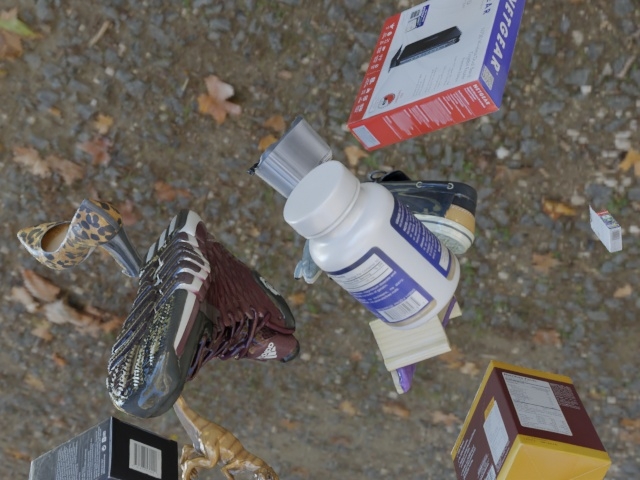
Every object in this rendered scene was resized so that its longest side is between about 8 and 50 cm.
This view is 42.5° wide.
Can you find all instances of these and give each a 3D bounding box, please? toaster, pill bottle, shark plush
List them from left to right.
[{"bbox_3d":[-0.072,-0.209,2.181,0.146,0.227,0.129,41,147,-3],"label":"toaster"},{"bbox_3d":[0.000,0.000,1.386,0.073,0.161,0.067,11,158,20],"label":"shark plush"},{"bbox_3d":[0.054,0.003,0.892,0.112,0.112,0.186,-22,126,41],"label":"pill bottle"}]

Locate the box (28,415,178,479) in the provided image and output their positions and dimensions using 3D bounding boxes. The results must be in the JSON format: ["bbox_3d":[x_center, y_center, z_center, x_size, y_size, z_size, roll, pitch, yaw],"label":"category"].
[{"bbox_3d":[-0.359,0.396,1.363,0.207,0.108,0.153,-30,137,24],"label":"box"}]

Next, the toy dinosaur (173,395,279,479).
[{"bbox_3d":[-0.143,0.252,1.038,0.211,0.112,0.064,39,-173,9],"label":"toy dinosaur"}]

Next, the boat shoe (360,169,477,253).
[{"bbox_3d":[0.169,-0.081,1.988,0.500,0.156,0.187,8,160,45],"label":"boat shoe"}]

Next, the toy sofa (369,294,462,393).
[{"bbox_3d":[0.238,0.204,1.898,0.150,0.362,0.177,-22,92,15],"label":"toy sofa"}]

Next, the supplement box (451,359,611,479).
[{"bbox_3d":[0.292,0.313,1.186,0.129,0.194,0.191,13,115,-7],"label":"supplement box"}]

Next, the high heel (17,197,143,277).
[{"bbox_3d":[-0.425,-0.029,1.358,0.261,0.093,0.186,11,148,21],"label":"high heel"}]

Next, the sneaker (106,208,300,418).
[{"bbox_3d":[-0.083,0.080,0.729,0.162,0.281,0.106,36,110,-18],"label":"sneaker"}]

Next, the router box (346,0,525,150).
[{"bbox_3d":[0.230,-0.356,1.624,0.301,0.335,0.082,-14,133,39],"label":"router box"}]

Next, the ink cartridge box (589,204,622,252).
[{"bbox_3d":[0.636,-0.030,1.839,0.029,0.115,0.063,-14,121,2],"label":"ink cartridge box"}]
